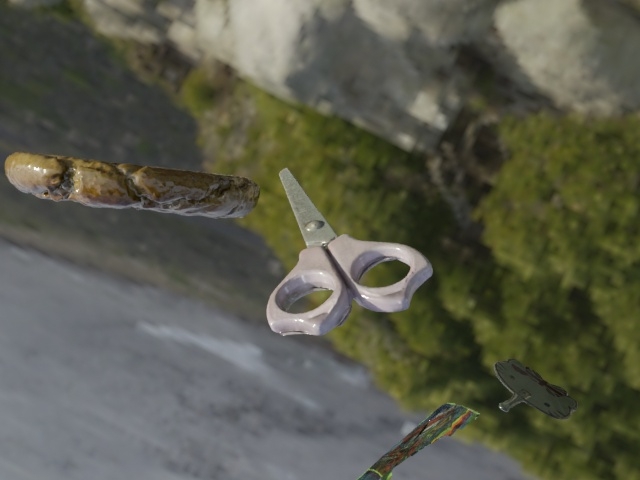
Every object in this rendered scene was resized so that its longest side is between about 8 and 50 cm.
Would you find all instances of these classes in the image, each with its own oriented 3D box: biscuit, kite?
[{"bbox_3d":[-0.158,-0.046,1.574,0.225,0.042,0.226,8,-179,0],"label":"biscuit"},{"bbox_3d":[0.038,0.096,0.836,0.122,0.090,0.004,-38,93,33],"label":"kite"}]

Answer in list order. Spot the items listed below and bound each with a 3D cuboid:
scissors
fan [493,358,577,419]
[{"bbox_3d":[0.000,0.000,1.124,0.189,0.100,0.015,-119,11,-59],"label":"scissors"},{"bbox_3d":[0.124,0.092,1.112,0.056,0.004,0.083,36,-159,15],"label":"fan"}]
